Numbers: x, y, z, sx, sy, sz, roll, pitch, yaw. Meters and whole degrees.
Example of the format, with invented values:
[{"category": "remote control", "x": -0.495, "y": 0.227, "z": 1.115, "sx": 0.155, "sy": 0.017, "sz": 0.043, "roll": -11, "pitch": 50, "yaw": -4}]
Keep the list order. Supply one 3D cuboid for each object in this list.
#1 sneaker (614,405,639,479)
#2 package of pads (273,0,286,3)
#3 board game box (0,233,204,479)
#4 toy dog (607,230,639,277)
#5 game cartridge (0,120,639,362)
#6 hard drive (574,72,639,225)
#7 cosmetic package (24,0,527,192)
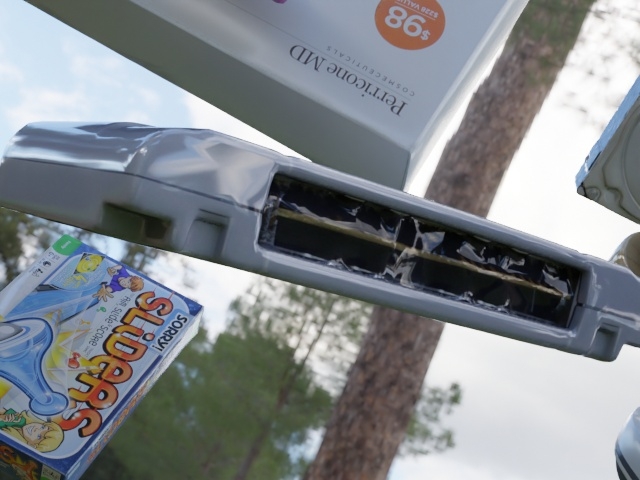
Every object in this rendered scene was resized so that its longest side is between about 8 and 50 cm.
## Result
[{"category": "sneaker", "x": 0.271, "y": 0.239, "z": 0.586, "sx": 0.126, "sy": 0.127, "sz": 0.321, "roll": -4, "pitch": 41, "yaw": -45}, {"category": "package of pads", "x": -0.046, "y": -0.186, "z": 0.635, "sx": 0.083, "sy": 0.032, "sz": 0.050, "roll": 41, "pitch": -13, "yaw": 9}, {"category": "board game box", "x": -0.195, "y": 0.087, "z": 0.793, "sx": 0.136, "sy": 0.201, "sz": 0.035, "roll": 27, "pitch": -50, "yaw": 7}, {"category": "toy dog", "x": 0.449, "y": 0.048, "z": 1.049, "sx": 0.334, "sy": 0.161, "sz": 0.220, "roll": 52, "pitch": -30, "yaw": -5}, {"category": "game cartridge", "x": 0.000, "y": 0.000, "z": 0.528, "sx": 0.294, "sy": 0.060, "sz": 0.196, "roll": 16, "pitch": -7, "yaw": -34}, {"category": "hard drive", "x": 0.499, "y": -0.152, "z": 1.285, "sx": 0.237, "sy": 0.064, "sz": 0.339, "roll": 27, "pitch": -65, "yaw": -3}, {"category": "cosmetic package", "x": -0.033, "y": -0.236, "z": 0.752, "sx": 0.377, "sy": 0.284, "sz": 0.097, "roll": 29, "pitch": -18, "yaw": 10}]
